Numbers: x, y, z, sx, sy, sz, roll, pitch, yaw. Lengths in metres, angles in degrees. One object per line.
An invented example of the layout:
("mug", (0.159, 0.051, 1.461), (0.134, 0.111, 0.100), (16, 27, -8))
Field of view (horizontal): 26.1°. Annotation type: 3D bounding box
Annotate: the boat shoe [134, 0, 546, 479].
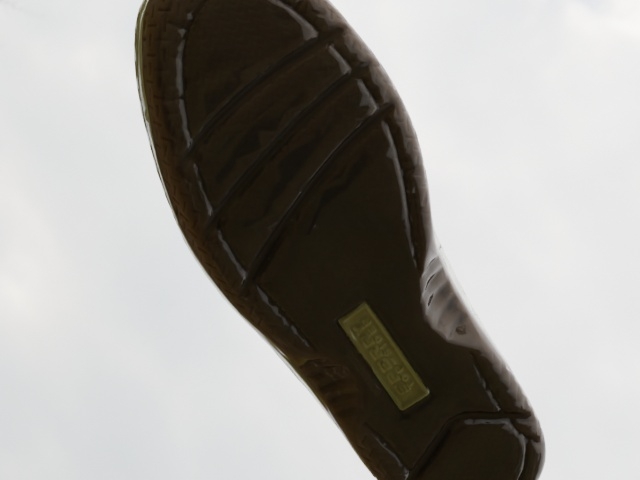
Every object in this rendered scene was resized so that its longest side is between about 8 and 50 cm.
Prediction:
("boat shoe", (0.000, 0.000, 0.401), (0.190, 0.068, 0.072), (64, -3, -25))
